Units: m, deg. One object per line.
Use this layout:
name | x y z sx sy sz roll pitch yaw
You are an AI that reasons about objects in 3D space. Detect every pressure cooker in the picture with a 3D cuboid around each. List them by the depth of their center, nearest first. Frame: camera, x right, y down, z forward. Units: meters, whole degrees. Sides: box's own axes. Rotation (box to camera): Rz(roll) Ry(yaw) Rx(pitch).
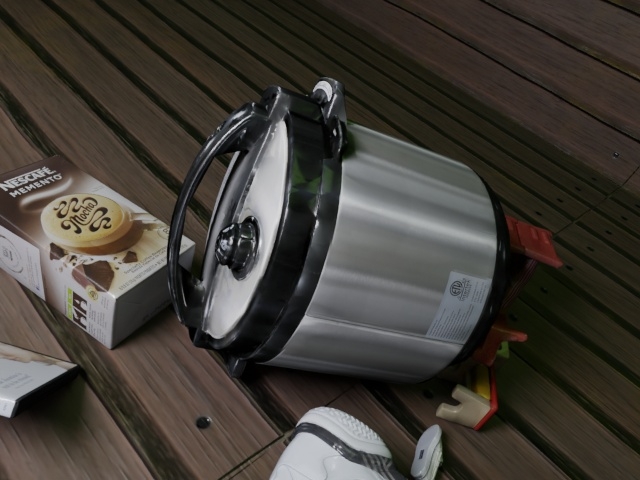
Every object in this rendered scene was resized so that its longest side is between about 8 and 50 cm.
pressure cooker | 0.003 0.001 0.751 0.421 0.375 0.369 14 63 -24

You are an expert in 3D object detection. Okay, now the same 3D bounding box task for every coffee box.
coffee box | -0.369 0.006 0.809 0.297 0.118 0.168 31 38 12

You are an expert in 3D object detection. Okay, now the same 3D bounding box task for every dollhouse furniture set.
dollhouse furniture set | 0.318 0.131 0.923 0.152 0.201 0.374 21 36 -1

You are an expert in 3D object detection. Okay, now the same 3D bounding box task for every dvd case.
dvd case | -0.435 0.135 0.607 0.253 0.022 0.180 18 -3 -5

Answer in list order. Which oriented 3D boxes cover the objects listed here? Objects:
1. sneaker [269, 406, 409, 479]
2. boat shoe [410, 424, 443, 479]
sneaker | 0.073 0.362 0.575 0.366 0.137 0.210 31 38 21
boat shoe | 0.162 0.315 0.762 0.035 0.035 0.100 51 34 -6
